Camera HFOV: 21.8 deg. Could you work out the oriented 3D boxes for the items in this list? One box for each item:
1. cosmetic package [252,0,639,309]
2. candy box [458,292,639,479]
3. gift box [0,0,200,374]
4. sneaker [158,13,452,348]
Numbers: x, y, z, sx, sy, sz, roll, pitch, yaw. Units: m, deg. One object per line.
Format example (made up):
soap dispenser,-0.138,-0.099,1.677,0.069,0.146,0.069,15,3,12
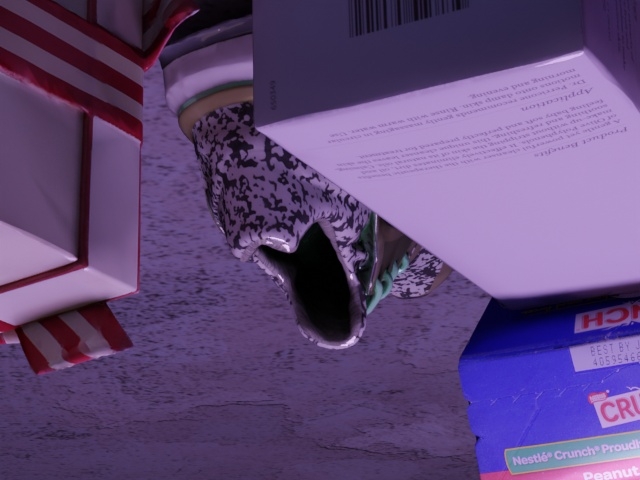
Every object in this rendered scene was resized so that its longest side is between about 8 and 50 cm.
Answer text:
cosmetic package,0.128,-0.085,1.007,0.197,0.155,0.365,-11,158,24
candy box,0.267,0.062,1.238,0.268,0.122,0.317,-10,-167,20
gift box,-0.222,-0.070,0.880,0.276,0.255,0.258,-10,156,31
sneaker,0.000,0.000,1.179,0.158,0.182,0.410,-10,158,19
